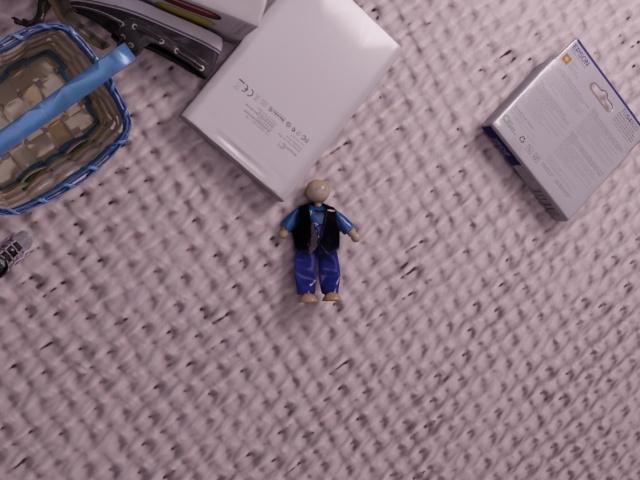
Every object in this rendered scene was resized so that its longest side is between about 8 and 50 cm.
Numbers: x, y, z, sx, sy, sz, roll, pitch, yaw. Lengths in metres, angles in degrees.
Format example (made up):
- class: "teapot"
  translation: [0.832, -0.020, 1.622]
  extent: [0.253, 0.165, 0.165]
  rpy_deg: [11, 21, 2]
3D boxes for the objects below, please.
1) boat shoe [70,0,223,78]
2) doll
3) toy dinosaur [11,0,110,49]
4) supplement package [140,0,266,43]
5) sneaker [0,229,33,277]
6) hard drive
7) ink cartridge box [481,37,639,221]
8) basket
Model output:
- class: "boat shoe"
  translation: [-0.253, -0.290, 1.289]
  extent: [0.228, 0.080, 0.076]
  rpy_deg: [18, 85, -26]
- class: "doll"
  translation: [0.000, 0.000, 1.398]
  extent: [0.129, 0.046, 0.189]
  rpy_deg: [-2, 87, -9]
- class: "toy dinosaur"
  translation: [-0.381, -0.350, 1.222]
  extent: [0.118, 0.064, 0.268]
  rpy_deg: [-28, 78, 21]
- class: "supplement package"
  translation: [-0.196, -0.389, 1.266]
  extent: [0.244, 0.139, 0.134]
  rpy_deg: [17, 86, -18]
- class: "sneaker"
  translation: [-0.432, 0.027, 1.242]
  extent: [0.038, 0.069, 0.098]
  rpy_deg: [44, 79, -16]
- class: "hard drive"
  translation: [-0.040, -0.241, 1.377]
  extent: [0.203, 0.040, 0.307]
  rpy_deg: [40, 80, -16]
- class: "ink cartridge box"
  translation: [0.414, -0.186, 1.529]
  extent: [0.224, 0.045, 0.223]
  rpy_deg: [-45, 105, -13]
- class: "basket"
  translation: [-0.359, -0.157, 1.142]
  extent: [0.255, 0.289, 0.201]
  rpy_deg: [-37, 103, -13]
